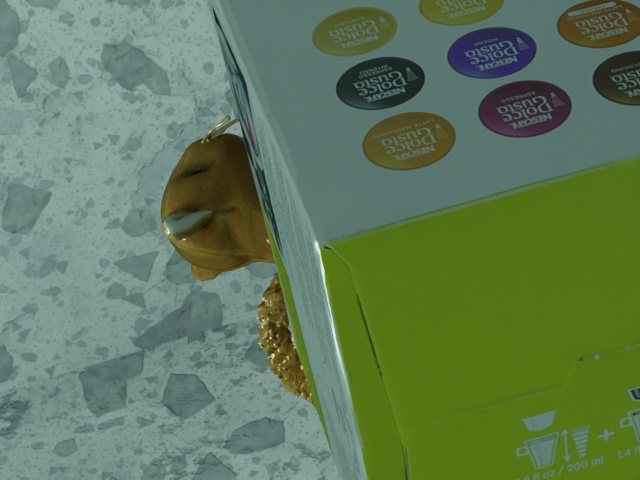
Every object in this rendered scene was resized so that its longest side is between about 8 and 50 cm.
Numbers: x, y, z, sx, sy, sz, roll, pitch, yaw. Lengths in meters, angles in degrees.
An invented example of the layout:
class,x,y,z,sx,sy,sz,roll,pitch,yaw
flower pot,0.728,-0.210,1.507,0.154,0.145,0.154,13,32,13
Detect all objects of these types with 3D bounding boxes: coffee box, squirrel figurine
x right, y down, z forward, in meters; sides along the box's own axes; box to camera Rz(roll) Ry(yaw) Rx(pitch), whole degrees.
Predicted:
class,x,y,z,sx,sy,sz,roll,pitch,yaw
coffee box,0.145,-0.009,1.210,0.334,0.337,0.338,-112,8,-51
squirrel figurine,0.000,0.000,2.288,0.281,0.370,0.397,73,-173,-75
